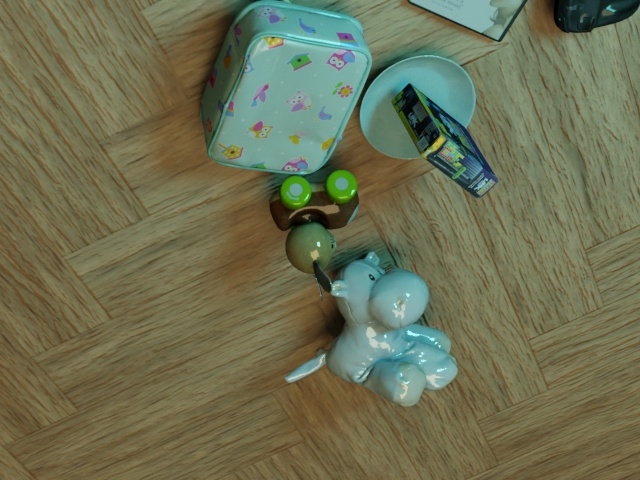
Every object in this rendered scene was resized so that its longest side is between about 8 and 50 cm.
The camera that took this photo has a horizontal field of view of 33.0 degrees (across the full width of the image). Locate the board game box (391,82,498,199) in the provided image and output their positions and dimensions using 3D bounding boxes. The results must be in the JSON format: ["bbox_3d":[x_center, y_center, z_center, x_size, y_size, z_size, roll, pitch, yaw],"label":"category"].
[{"bbox_3d":[0.194,-0.157,1.697,0.141,0.170,0.048,32,113,-32],"label":"board game box"}]

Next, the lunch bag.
[{"bbox_3d":[-0.053,-0.226,1.650,0.224,0.108,0.279,3,139,-25],"label":"lunch bag"}]

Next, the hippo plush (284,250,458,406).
[{"bbox_3d":[0.112,0.138,1.967,0.294,0.234,0.236,10,114,31],"label":"hippo plush"}]

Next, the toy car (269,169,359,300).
[{"bbox_3d":[0.000,0.000,1.773,0.149,0.188,0.155,-8,167,-8],"label":"toy car"}]

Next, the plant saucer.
[{"bbox_3d":[0.156,-0.223,1.770,0.195,0.037,0.195,-6,127,-8],"label":"plant saucer"}]

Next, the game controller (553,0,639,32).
[{"bbox_3d":[0.442,-0.467,1.633,0.166,0.067,0.319,-23,134,-29],"label":"game controller"}]

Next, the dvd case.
[{"bbox_3d":[0.268,-0.439,1.642,0.180,0.022,0.253,18,120,-25],"label":"dvd case"}]

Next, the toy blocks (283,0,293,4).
[{"bbox_3d":[-0.019,-0.424,1.562,0.148,0.054,0.123,-34,126,12],"label":"toy blocks"}]
